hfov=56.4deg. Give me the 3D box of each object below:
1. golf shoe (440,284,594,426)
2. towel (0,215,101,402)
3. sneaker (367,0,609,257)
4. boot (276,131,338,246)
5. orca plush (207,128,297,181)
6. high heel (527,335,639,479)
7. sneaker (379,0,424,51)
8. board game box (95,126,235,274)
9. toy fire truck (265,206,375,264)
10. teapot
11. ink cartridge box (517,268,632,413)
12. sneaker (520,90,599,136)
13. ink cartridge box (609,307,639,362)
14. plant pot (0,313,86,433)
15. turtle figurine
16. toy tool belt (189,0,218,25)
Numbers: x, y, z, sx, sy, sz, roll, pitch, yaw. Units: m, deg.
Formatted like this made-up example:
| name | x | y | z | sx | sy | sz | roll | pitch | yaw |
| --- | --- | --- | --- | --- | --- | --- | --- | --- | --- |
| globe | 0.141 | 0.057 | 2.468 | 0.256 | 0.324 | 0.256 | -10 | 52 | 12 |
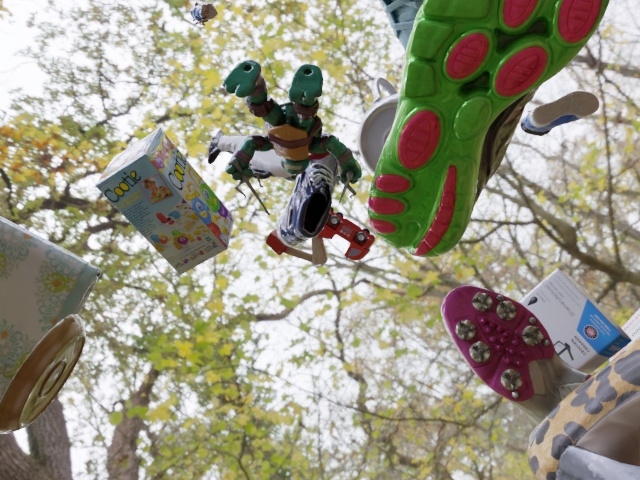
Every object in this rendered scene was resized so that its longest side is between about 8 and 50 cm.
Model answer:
| name | x | y | z | sx | sy | sz | roll | pitch | yaw |
| --- | --- | --- | --- | --- | --- | --- | --- | --- | --- |
| golf shoe | 0.278 | 0.185 | 0.799 | 0.115 | 0.306 | 0.140 | -45 | -11 | -13 |
| towel | -0.691 | 0.152 | 1.250 | 0.320 | 0.090 | 0.374 | 29 | -94 | -9 |
| sneaker | 0.189 | -0.201 | 0.754 | 0.483 | 0.185 | 0.202 | -65 | -3 | 38 |
| boot | 0.000 | -0.081 | 0.871 | 0.069 | 0.086 | 0.190 | 24 | -107 | -21 |
| orca plush | -0.125 | -0.168 | 1.358 | 0.102 | 0.287 | 0.151 | 70 | -149 | -48 |
| high heel | 0.239 | 0.069 | 0.409 | 0.261 | 0.093 | 0.186 | -55 | 5 | -14 |
| sneaker | 0.085 | -0.374 | 0.793 | 0.150 | 0.135 | 0.366 | -39 | -63 | -28 |
| board game box | -0.336 | -0.085 | 1.335 | 0.275 | 0.144 | 0.142 | 53 | -160 | -28 |
| toy fire truck | 0.000 | 0.000 | 1.206 | 0.135 | 0.192 | 0.047 | -60 | -7 | 19 |
| teapot | 0.229 | -0.279 | 1.586 | 0.187 | 0.252 | 0.256 | -37 | -39 | -59 |
| ink cartridge box | 0.379 | 0.172 | 1.000 | 0.203 | 0.148 | 0.086 | -47 | -35 | 18 |
| sneaker | 0.483 | -0.257 | 1.219 | 0.152 | 0.084 | 0.058 | -19 | -94 | -8 |
| ink cartridge box | 0.633 | 0.230 | 1.047 | 0.171 | 0.168 | 0.233 | -63 | -8 | 33 |
| plant pot | -0.492 | 0.243 | 1.074 | 0.236 | 0.032 | 0.236 | -61 | 2 | 4 |
| turtle figurine | -0.041 | -0.128 | 0.775 | 0.234 | 0.175 | 0.118 | 77 | -176 | -60 |
| toy tool belt | -0.278 | -0.521 | 1.374 | 0.051 | 0.083 | 0.052 | -53 | -47 | -15 |
